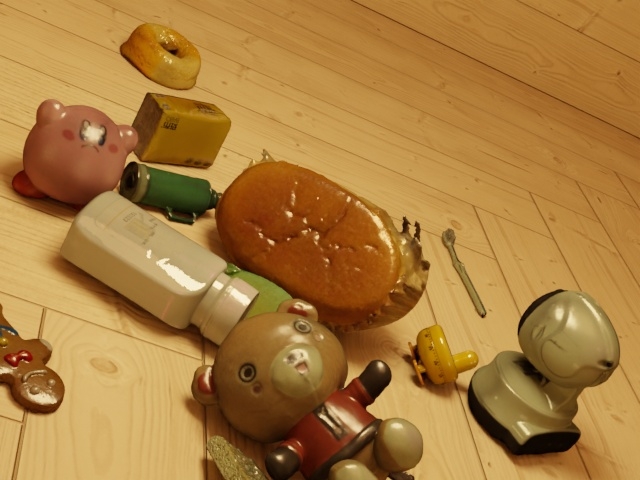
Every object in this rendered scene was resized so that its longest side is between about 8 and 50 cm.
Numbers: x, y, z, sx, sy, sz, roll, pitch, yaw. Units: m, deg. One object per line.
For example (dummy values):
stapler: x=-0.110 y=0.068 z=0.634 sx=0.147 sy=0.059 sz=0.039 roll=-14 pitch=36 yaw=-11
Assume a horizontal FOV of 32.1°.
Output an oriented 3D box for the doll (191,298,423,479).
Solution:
doll: x=-0.009 y=0.240 z=1.571 sx=0.235 sy=0.174 sz=0.330 roll=-38 pitch=71 yaw=-20

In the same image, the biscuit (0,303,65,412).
biscuit: x=-0.411 y=0.149 z=1.465 sx=0.205 sy=0.031 sz=0.138 roll=42 pitch=28 yaw=19

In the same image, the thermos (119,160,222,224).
thermos: x=-0.259 y=-0.085 z=1.994 sx=0.187 sy=0.073 sz=0.083 roll=11 pitch=31 yaw=-35

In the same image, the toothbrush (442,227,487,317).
toothbrush: x=0.306 y=0.067 z=2.389 sx=0.026 sy=0.028 sz=0.294 roll=17 pitch=34 yaw=-24

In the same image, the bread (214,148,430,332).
bread: x=-0.005 y=0.012 z=1.938 sx=0.388 sy=0.236 sz=0.183 roll=27 pitch=3 yaw=23

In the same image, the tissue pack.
tissue pack: x=-0.272 y=-0.210 z=2.149 sx=0.169 sy=0.120 sz=0.082 roll=5 pitch=34 yaw=-44

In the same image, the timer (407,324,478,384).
timer: x=0.217 y=0.199 z=1.958 sx=0.107 sy=0.109 sz=0.107 roll=-20 pitch=90 yaw=-85

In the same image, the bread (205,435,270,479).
bread: x=-0.078 y=0.322 z=1.441 sx=0.112 sy=0.036 sz=0.193 roll=44 pitch=-2 yaw=-24

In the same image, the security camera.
security camera: x=0.398 y=0.216 z=1.928 sx=0.197 sy=0.277 sz=0.191 roll=6 pitch=36 yaw=-40

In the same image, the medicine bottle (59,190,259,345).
medicine bottle: x=-0.245 y=0.046 z=1.736 sx=0.296 sy=0.111 sz=0.161 roll=30 pitch=28 yaw=2

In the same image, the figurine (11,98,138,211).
figurine: x=-0.401 y=-0.141 z=1.831 sx=0.173 sy=0.173 sz=0.173 roll=25 pitch=26 yaw=-13

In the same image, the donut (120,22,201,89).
donut: x=-0.349 y=-0.418 z=2.490 sx=0.174 sy=0.075 sz=0.190 roll=6 pitch=36 yaw=-42

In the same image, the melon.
melon: x=-0.107 y=0.115 z=1.827 sx=0.114 sy=0.053 sz=0.262 roll=-25 pitch=40 yaw=-18
